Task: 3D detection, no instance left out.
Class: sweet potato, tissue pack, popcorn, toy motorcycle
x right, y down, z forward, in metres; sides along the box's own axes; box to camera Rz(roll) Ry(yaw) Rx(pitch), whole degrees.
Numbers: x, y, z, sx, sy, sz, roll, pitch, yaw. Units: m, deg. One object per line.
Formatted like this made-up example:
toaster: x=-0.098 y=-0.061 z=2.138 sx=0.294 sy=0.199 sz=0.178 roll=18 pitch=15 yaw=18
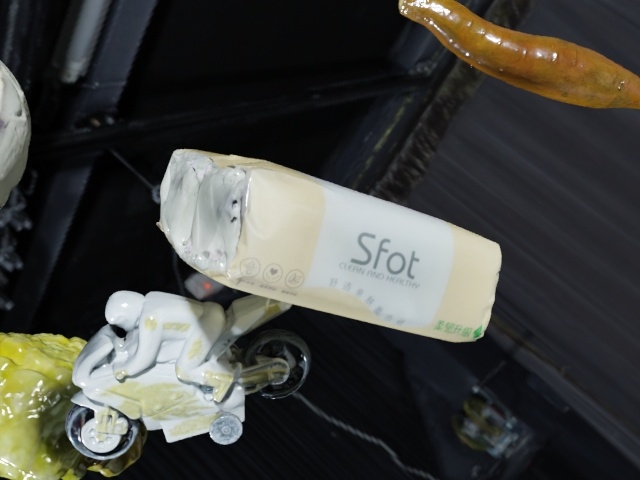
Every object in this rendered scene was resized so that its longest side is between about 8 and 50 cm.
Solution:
sweet potato: x=0.194 y=-0.168 z=0.771 sx=0.057 sy=0.264 sz=0.057 roll=-163 pitch=90 yaw=-83
tissue pack: x=0.000 y=0.000 z=0.628 sx=0.222 sy=0.186 sz=0.090 roll=17 pitch=-88 yaw=-27
popcorn: x=-0.325 y=0.210 z=1.012 sx=0.285 sy=0.225 sz=0.174 roll=18 pitch=-91 yaw=-28
toy motorcycle: x=-0.125 y=0.103 z=0.714 sx=0.228 sy=0.151 sz=0.074 roll=-20 pitch=19 yaw=2

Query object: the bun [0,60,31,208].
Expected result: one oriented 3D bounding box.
bun: x=-0.234 y=-0.049 z=0.488 sx=0.138 sy=0.138 sz=0.094 roll=-43 pitch=-22 yaw=-21
